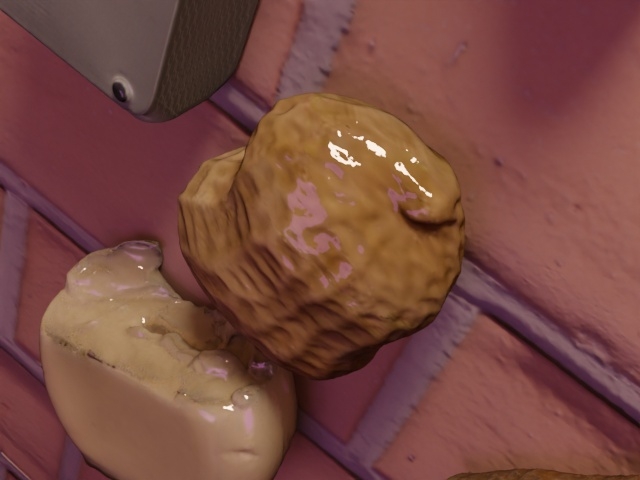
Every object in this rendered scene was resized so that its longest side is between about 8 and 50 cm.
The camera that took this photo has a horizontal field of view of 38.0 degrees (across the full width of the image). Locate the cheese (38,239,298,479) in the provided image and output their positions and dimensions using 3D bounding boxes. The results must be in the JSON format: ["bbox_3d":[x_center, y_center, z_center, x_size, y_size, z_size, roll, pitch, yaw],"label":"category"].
[{"bbox_3d":[-0.143,0.135,0.874,0.266,0.127,0.233,21,128,24],"label":"cheese"}]

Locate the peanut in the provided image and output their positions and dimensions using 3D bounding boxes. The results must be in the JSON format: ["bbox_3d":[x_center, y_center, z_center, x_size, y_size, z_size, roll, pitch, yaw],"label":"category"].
[{"bbox_3d":[0.000,0.000,0.667,0.196,0.110,0.233,52,140,-3],"label":"peanut"}]

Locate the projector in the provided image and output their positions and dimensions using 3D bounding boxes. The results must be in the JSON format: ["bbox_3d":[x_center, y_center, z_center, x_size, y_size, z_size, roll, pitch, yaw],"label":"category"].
[{"bbox_3d":[-0.133,-0.230,0.609,0.198,0.108,0.250,39,137,12],"label":"projector"}]

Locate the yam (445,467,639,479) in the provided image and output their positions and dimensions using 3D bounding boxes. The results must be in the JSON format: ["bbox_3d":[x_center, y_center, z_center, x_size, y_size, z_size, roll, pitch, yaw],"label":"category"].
[{"bbox_3d":[0.212,0.195,0.667,0.300,0.066,0.066,-16,108,45],"label":"yam"}]
